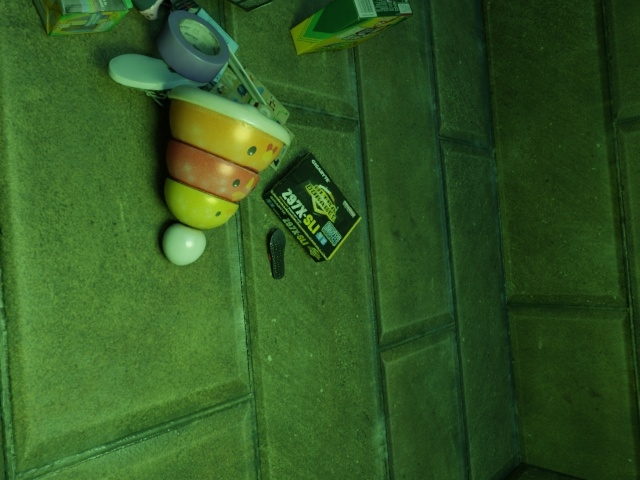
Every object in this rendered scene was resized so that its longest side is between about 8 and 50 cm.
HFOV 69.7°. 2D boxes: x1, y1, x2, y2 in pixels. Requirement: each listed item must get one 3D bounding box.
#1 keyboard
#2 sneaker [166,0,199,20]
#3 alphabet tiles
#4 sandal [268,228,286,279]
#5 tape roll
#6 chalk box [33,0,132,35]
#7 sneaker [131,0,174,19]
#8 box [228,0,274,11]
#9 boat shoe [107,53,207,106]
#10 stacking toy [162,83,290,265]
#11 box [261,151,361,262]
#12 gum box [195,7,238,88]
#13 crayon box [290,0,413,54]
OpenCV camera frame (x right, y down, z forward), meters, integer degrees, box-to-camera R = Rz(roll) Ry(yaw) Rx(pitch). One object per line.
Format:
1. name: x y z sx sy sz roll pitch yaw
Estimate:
1. keyboard: -0.254 -0.537 1.467 0.014 0.072 0.256 -49 134 -13
2. sneaker: -0.419 -0.680 1.377 0.057 0.075 0.161 39 32 -22
3. alphabet tiles: -0.234 -0.409 1.566 0.342 0.011 0.285 41 59 -35
4. sandal: -0.156 0.047 1.588 0.067 0.040 0.179 -11 109 -40
5. tape roll: -0.358 -0.547 1.300 0.189 0.080 0.188 28 44 -31
6. chalk box: -0.583 -0.607 1.149 0.213 0.132 0.132 -30 106 -44
7. sneaker: -0.453 -0.765 1.334 0.131 0.112 0.318 72 36 -49
8. box: -0.251 -0.847 1.470 0.207 0.108 0.153 -40 117 -67
9. boat shoe: -0.451 -0.443 1.283 0.113 0.105 0.306 51 38 6
10. stacking toy: -0.318 -0.154 1.299 0.351 0.351 0.479 16 97 -43
11. box: -0.024 -0.120 1.666 0.322 0.079 0.257 51 54 -16
12. gum box: -0.359 -0.597 1.435 0.157 0.041 0.184 39 60 -36
13. crayon box: 0.119 -0.824 1.745 0.363 0.313 0.106 -29 103 -42
